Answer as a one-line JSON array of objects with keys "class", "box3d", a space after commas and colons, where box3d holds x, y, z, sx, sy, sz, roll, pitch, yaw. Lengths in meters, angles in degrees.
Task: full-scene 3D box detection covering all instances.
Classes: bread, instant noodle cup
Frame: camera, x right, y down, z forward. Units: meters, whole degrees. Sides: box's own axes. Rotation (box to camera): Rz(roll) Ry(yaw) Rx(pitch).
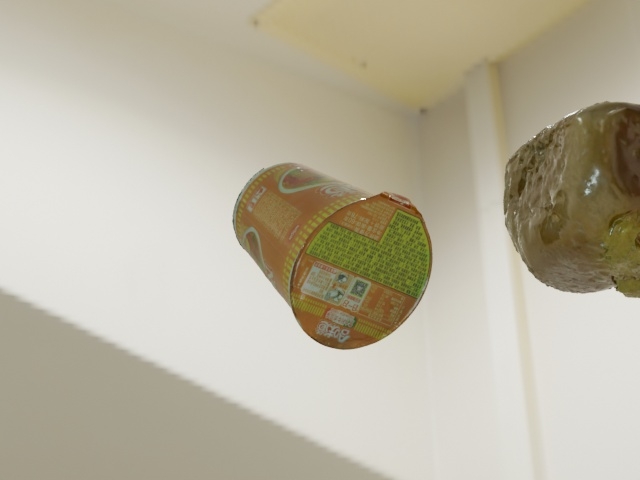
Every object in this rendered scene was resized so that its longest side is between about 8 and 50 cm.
[{"class": "bread", "box3d": [0.297, -0.028, 1.790, 0.195, 0.176, 0.246, 6, -10, -14]}, {"class": "instant noodle cup", "box3d": [0.000, 0.000, 1.845, 0.168, 0.185, 0.168, -13, -63, -26]}]
